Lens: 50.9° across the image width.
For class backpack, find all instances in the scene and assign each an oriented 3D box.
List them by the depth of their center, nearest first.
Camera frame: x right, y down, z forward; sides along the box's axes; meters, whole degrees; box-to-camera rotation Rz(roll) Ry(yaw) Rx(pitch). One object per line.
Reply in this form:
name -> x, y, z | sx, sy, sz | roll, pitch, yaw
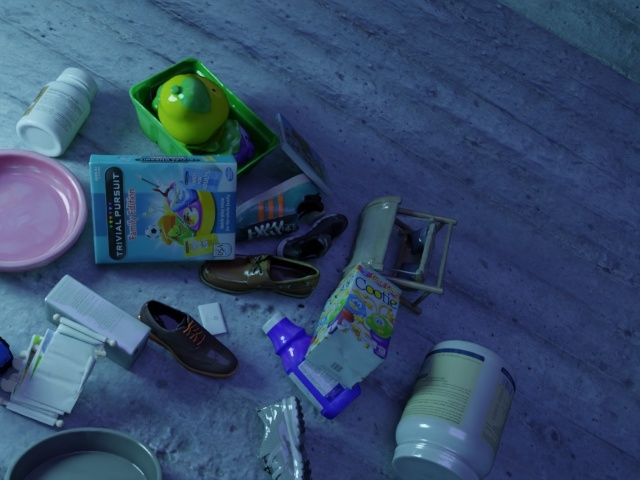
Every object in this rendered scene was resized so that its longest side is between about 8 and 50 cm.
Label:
backpack -> -0.707, 0.244, 1.414 | 0.098, 0.120, 0.101 | 35, 55, 0

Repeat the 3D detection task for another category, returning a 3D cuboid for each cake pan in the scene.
cake pan -> -0.463, 0.483, 1.323 | 0.294, 0.054, 0.293 | 11, 22, -4

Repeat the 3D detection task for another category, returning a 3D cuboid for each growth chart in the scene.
growth chart -> -0.570, 0.278, 1.438 | 0.172, 0.021, 0.237 | 30, 85, 0

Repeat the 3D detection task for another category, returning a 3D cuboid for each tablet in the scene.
tablet -> -0.270, 0.196, 1.678 | 0.054, 0.006, 0.083 | -8, 65, -25

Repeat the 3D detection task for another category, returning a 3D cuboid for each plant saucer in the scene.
plant saucer -> -0.734, -0.065, 1.609 | 0.333, 0.084, 0.331 | 9, 59, -16

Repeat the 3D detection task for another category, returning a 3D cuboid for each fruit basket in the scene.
fruit basket -> -0.309, -0.329, 1.757 | 0.392, 0.392, 0.283 | 44, 56, 8

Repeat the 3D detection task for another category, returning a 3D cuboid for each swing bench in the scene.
swing bench -> 0.215, 0.030, 1.864 | 0.255, 0.165, 0.253 | 22, 56, -7

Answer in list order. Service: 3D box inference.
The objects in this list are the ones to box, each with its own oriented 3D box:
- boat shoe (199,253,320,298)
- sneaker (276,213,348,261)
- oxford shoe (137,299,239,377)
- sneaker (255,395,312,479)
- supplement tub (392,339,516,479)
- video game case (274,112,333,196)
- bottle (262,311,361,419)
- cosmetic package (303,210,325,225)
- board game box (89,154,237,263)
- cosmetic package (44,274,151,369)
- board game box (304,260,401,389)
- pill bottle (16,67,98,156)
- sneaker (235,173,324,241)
boat shoe -> -0.152, 0.075, 1.733 | 0.308, 0.104, 0.110 | 5, 61, -17
sneaker -> 0.000, 0.000, 1.828 | 0.234, 0.106, 0.078 | -29, 117, -28
oxford shoe -> -0.310, 0.233, 1.583 | 0.272, 0.098, 0.096 | 30, 55, -2
sneaker -> -0.088, 0.504, 1.530 | 0.116, 0.105, 0.281 | -10, 63, 8
supplement tub -> 0.322, 0.431, 1.623 | 0.236, 0.235, 0.324 | 31, 55, -1
video game case -> -0.047, -0.244, 1.900 | 0.212, 0.023, 0.193 | 44, 18, -33
bottle -> -0.029, 0.301, 1.654 | 0.283, 0.092, 0.118 | 47, 51, 10
cosmetic package -> -0.037, -0.105, 1.912 | 0.041, 0.060, 0.115 | -21, 72, -28
board game box -> -0.376, -0.076, 1.633 | 0.337, 0.253, 0.079 | -2, 22, -14
cosmetic package -> -0.506, 0.187, 1.527 | 0.231, 0.117, 0.085 | 32, 57, -2
board game box -> 0.088, 0.203, 1.663 | 0.144, 0.142, 0.275 | 36, 33, -8
pill bottle -> -0.682, -0.342, 1.763 | 0.131, 0.131, 0.229 | 23, 55, -7
sneaker -> -0.126, -0.061, 1.798 | 0.302, 0.108, 0.121 | -33, 74, -17
